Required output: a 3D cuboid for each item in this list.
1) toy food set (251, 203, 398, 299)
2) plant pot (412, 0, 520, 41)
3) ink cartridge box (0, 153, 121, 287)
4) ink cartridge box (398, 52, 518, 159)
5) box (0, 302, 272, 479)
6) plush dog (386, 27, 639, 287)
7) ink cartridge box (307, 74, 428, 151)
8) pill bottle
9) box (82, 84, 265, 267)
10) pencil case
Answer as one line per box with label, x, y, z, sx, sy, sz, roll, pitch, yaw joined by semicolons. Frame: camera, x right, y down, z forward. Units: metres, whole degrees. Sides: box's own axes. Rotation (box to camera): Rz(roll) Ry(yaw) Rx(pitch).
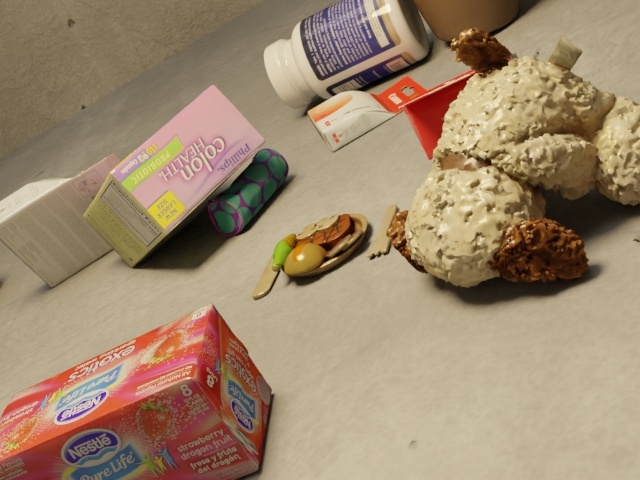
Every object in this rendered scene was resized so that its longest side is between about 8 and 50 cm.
toy food set;0.000;0.000;1.185;0.192;0.038;0.132;-20;25;25
plant pot;0.233;-0.464;1.583;0.263;0.229;0.263;-19;25;9
ink cartridge box;-0.408;-0.042;1.602;0.232;0.189;0.066;-36;51;-5
ink cartridge box;0.183;-0.164;1.155;0.134;0.078;0.231;-24;5;19
box;-0.188;0.184;0.931;0.257;0.123;0.128;-25;24;16
plush dog;0.171;-0.059;0.936;0.262;0.210;0.225;4;65;54
ink cartridge box;0.073;-0.221;1.547;0.179;0.045;0.145;-33;23;3
pill bottle;0.043;-0.339;1.685;0.264;0.153;0.153;-22;24;22
box;-0.229;-0.092;1.460;0.213;0.117;0.243;-46;7;-25
pencil case;-0.109;-0.075;1.448;0.070;0.064;0.152;6;40;33
